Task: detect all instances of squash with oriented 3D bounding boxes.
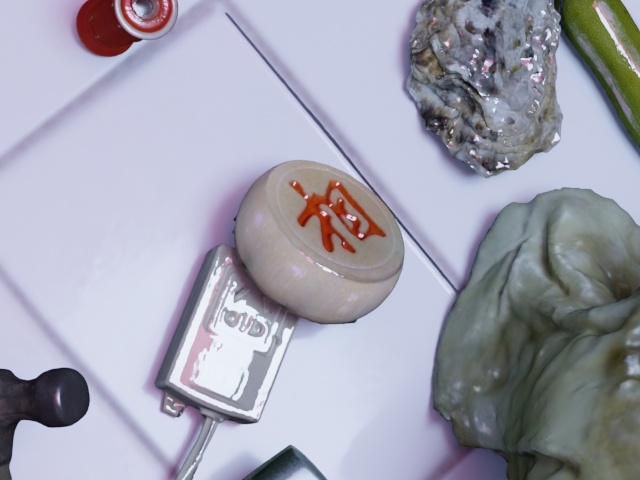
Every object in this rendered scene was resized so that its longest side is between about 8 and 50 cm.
[{"bbox_3d":[0.239,-0.124,1.253,0.052,0.052,0.183,-33,91,-19],"label":"squash"}]

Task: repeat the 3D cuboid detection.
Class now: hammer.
[{"bbox_3d":[-0.190,0.299,1.022,0.168,0.044,0.439,-8,92,26],"label":"hammer"}]

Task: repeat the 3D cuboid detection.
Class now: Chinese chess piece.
[{"bbox_3d":[0.000,0.000,1.129,0.122,0.051,0.122,23,39,-20],"label":"Chinese chess piece"}]

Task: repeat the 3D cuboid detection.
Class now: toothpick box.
[{"bbox_3d":[-0.134,-0.154,1.121,0.047,0.083,0.047,2,86,-27],"label":"toothpick box"}]

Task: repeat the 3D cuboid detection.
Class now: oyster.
[{"bbox_3d":[0.126,-0.138,1.215,0.125,0.064,0.177,-15,88,-23],"label":"oyster"}]

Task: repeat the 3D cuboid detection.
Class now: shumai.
[{"bbox_3d":[0.189,0.112,1.106,0.288,0.292,0.330,30,60,22],"label":"shumai"}]

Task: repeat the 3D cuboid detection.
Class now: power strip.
[{"bbox_3d":[-0.068,0.086,1.127,0.075,0.042,0.175,24,75,-14],"label":"power strip"}]

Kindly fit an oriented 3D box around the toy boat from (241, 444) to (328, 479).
[{"bbox_3d":[-0.095,0.243,1.083,0.260,0.085,0.078,-43,95,-8],"label":"toy boat"}]
